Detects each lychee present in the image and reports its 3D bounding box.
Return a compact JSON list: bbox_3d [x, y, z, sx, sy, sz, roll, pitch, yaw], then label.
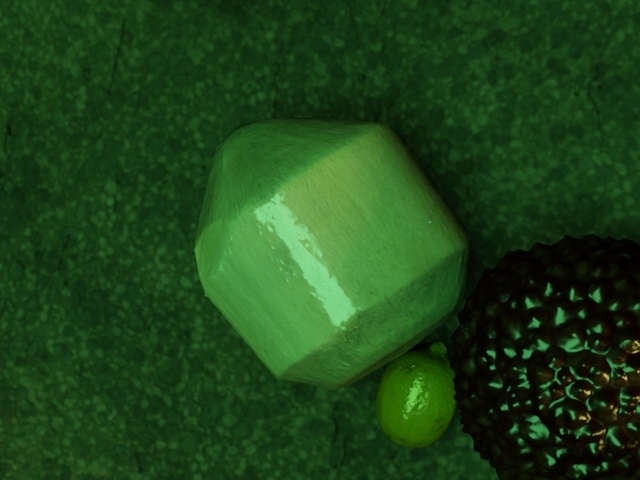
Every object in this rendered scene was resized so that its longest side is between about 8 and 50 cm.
[{"bbox_3d":[0.253,0.124,1.794,0.264,0.300,0.264,-11,77,55],"label":"lychee"}]

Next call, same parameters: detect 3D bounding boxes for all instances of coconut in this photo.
[{"bbox_3d":[0.000,0.000,1.863,0.237,0.237,0.266,-36,90,17],"label":"coconut"}]

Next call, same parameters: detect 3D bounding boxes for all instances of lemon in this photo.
[{"bbox_3d":[0.095,0.148,1.922,0.082,0.082,0.111,17,101,15],"label":"lemon"}]
